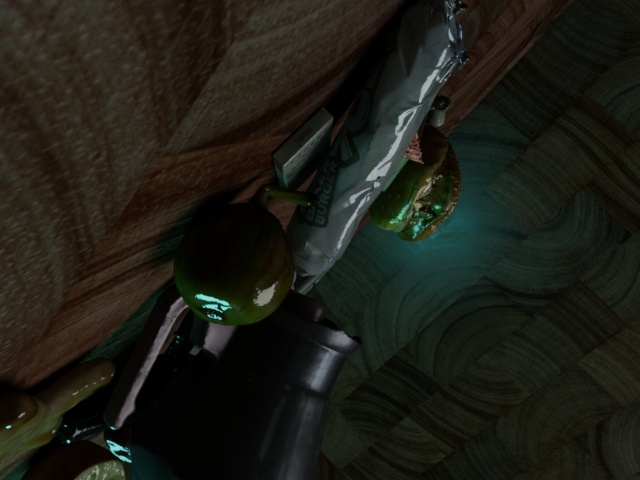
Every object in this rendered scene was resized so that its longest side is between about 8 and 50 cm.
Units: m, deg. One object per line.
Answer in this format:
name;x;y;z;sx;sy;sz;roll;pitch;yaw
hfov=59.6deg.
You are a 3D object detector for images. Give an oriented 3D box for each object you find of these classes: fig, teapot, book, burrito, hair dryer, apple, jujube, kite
fig;-0.092;0.006;0.661;0.142;0.148;0.186;59;36;-70
teapot;0.301;-0.338;1.449;0.067;0.057;0.083;-15;161;-12
book;0.197;-0.229;1.281;0.241;0.018;0.170;119;-9;-69
burrito;0.075;-0.140;0.745;0.445;0.101;0.139;-60;175;31
hair dryer;-0.259;0.171;0.936;0.359;0.120;0.304;-58;157;18
teapot;-0.128;0.234;0.868;0.305;0.376;0.361;15;-104;50
apple;-0.453;0.455;0.998;0.173;0.160;0.195;-71;159;-65
jujube;-0.352;0.357;1.195;0.168;0.168;0.236;-51;-173;46
kite;0.137;-0.208;1.091;0.125;0.008;0.222;-17;140;2

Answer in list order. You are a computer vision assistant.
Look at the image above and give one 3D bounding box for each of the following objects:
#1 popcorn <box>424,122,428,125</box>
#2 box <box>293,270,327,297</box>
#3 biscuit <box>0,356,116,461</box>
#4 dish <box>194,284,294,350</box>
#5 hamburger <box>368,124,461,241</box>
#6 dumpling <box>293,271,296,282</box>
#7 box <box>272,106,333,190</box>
popcorn;0.324;-0.298;1.688;0.097;0.109;0.089;-9;-128;32
box;-0.074;0.102;1.448;0.227;0.130;0.162;-43;174;-32
biscuit;-0.342;0.210;0.645;0.164;0.047;0.208;-47;175;4
dish;-0.159;0.138;1.137;0.234;0.154;0.064;-45;-152;14
hamburger;0.244;-0.159;1.474;0.290;0.170;0.314;-55;-162;33
dumpling;-0.118;0.082;1.213;0.176;0.092;0.150;-37;157;-7
box;-0.022;-0.115;0.764;0.090;0.024;0.167;-46;175;-7
